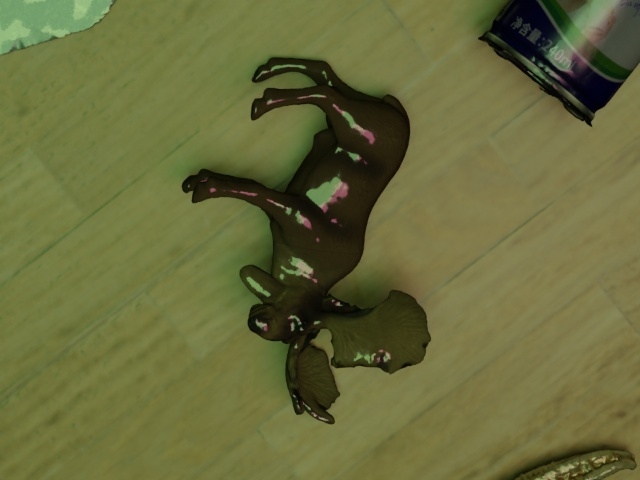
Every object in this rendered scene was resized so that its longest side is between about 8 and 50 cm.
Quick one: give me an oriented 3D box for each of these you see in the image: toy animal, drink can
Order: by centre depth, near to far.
[{"bbox_3d":[0.211,-0.194,1.155,0.097,0.097,0.235,38,95,-6],"label":"drink can"},{"bbox_3d":[0.000,0.000,1.180,0.186,0.094,0.214,32,88,-14],"label":"toy animal"}]

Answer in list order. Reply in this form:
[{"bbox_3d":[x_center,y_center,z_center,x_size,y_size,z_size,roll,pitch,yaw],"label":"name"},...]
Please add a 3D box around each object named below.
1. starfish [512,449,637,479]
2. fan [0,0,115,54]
[{"bbox_3d":[0.127,0.245,1.242,0.247,0.050,0.138,-26,100,5],"label":"starfish"},{"bbox_3d":[-0.179,-0.211,1.185,0.131,0.009,0.240,37,96,-7],"label":"fan"}]
